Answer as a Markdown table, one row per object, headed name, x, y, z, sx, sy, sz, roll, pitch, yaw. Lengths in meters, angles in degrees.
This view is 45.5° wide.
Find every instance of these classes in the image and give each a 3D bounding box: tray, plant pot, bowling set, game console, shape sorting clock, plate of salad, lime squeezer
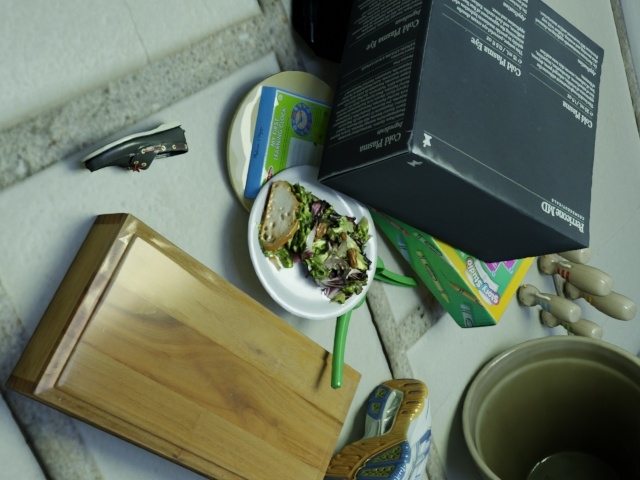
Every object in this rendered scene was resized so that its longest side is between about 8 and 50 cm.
| name | x | y | z | sx | sy | sz | roll | pitch | yaw |
| --- | --- | --- | --- | --- | --- | --- | --- | --- | --- |
| tray | -0.127 | 0.162 | 0.893 | 0.411 | 0.076 | 0.203 | 39 | 64 | -36 |
| plant pot | 0.424 | 0.369 | 1.293 | 0.323 | 0.323 | 0.280 | -53 | 139 | -30 |
| bowling set | 0.435 | 0.116 | 1.414 | 0.200 | 0.154 | 0.287 | -53 | 127 | -8 |
| game console | 0.049 | -0.428 | 1.087 | 0.213 | 0.044 | 0.362 | 0 | 89 | -44 |
| shape sorting clock | -0.037 | -0.117 | 1.002 | 0.206 | 0.040 | 0.206 | -12 | 107 | -43 |
| plate of salad | 0.000 | 0.000 | 0.968 | 0.199 | 0.048 | 0.200 | 8 | 76 | -34 |
| lime squeezer | 0.055 | 0.081 | 1.065 | 0.310 | 0.058 | 0.110 | -42 | 124 | -57 |

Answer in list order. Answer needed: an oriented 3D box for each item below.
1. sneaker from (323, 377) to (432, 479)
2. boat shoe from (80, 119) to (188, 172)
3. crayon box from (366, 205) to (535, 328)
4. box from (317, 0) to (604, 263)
| name | x | y | z | sx | sy | sz | roll | pitch | yaw |
| --- | --- | --- | --- | --- | --- | --- | --- | --- | --- |
| sneaker | 0.095 | 0.323 | 1.053 | 0.296 | 0.111 | 0.131 | -45 | 126 | -50 |
| boat shoe | -0.200 | -0.097 | 0.839 | 0.133 | 0.048 | 0.042 | -28 | 101 | -45 |
| crayon box | 0.202 | -0.021 | 1.170 | 0.278 | 0.081 | 0.165 | 51 | 57 | -17 |
| box | 0.201 | -0.174 | 1.032 | 0.343 | 0.179 | 0.313 | 23 | 67 | -32 |
